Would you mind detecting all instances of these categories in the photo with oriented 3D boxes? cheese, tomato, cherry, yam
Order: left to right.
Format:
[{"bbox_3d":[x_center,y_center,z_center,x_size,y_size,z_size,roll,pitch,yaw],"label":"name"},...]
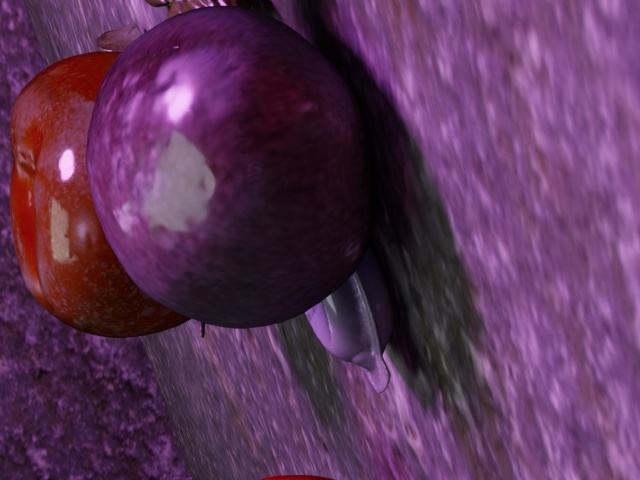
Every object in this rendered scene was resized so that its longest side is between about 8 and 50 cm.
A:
[{"bbox_3d":[-0.172,-0.044,1.446,0.270,0.222,0.270,176,90,-67],"label":"tomato"},{"bbox_3d":[-0.206,-0.161,1.764,0.068,0.068,0.169,-129,24,-55],"label":"yam"},{"bbox_3d":[-0.058,-0.049,1.018,0.213,0.183,0.266,58,152,5],"label":"cherry"},{"bbox_3d":[0.000,0.000,1.156,0.135,0.052,0.245,112,136,-70],"label":"cheese"}]

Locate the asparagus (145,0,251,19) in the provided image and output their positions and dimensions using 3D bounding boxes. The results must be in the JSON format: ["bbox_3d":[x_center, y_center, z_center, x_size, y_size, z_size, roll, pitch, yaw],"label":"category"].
[{"bbox_3d":[-0.111,-0.210,1.223,0.287,0.080,0.080,-132,23,-58],"label":"asparagus"}]

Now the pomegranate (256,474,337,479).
[{"bbox_3d":[0.002,0.319,1.338,0.256,0.221,0.221,26,148,25],"label":"pomegranate"}]
